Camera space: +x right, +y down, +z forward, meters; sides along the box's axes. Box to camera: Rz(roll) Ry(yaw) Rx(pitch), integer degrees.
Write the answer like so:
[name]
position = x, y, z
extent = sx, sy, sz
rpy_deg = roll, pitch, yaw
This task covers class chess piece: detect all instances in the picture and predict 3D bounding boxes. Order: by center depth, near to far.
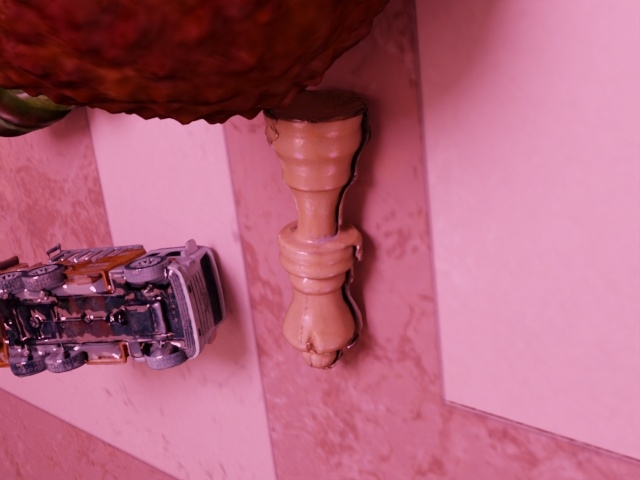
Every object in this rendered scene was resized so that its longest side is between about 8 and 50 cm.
[chess piece]
position = 0.000, 0.000, 0.522
extent = 0.060, 0.060, 0.171
rpy_deg = 20, 124, 38

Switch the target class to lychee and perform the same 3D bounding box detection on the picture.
[lychee]
position = -0.084, -0.174, 0.382
extent = 0.261, 0.261, 0.260
rpy_deg = 21, 122, 38

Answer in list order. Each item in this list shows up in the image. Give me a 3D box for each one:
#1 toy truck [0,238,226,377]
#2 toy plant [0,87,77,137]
[toy truck]
position = -0.153, 0.042, 0.657
extent = 0.178, 0.115, 0.080
rpy_deg = -4, 106, 22
[toy plant]
position = -0.208, -0.133, 0.643
extent = 0.162, 0.093, 0.092
rpy_deg = -16, 96, 44
